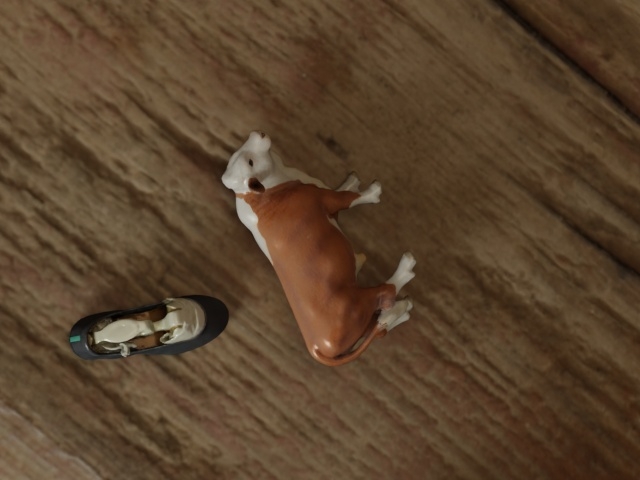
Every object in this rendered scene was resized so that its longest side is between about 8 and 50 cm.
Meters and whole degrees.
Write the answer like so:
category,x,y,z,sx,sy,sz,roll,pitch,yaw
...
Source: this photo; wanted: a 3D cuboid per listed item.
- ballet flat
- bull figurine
category,x,y,z,sx,sy,sz,roll,pitch,yaw
ballet flat,-0.201,0.106,1.775,0.203,0.074,0.074,-9,82,-19
bull figurine,0.000,0.000,1.843,0.188,0.101,0.310,-19,85,-22
